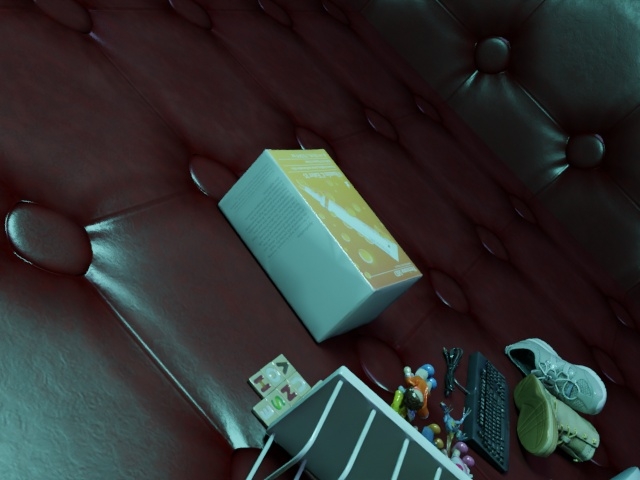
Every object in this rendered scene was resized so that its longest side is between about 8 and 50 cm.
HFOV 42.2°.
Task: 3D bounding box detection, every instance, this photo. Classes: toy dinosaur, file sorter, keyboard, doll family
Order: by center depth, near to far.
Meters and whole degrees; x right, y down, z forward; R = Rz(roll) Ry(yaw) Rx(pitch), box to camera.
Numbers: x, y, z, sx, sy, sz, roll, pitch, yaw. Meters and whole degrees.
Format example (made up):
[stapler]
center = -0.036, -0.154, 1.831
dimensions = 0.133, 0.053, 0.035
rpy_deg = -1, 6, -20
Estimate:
[file sorter]
center = 0.051, 0.362, 1.174
dimensions = 0.278, 0.193, 0.173
rpy_deg = 42, 35, -5
[toy dinosaur]
center = 0.218, 0.314, 1.426
dimensions = 0.047, 0.090, 0.082
rpy_deg = 42, -7, -18
[doll family]
center = 0.172, 0.357, 1.468
dimensions = 0.262, 0.118, 0.163
rpy_deg = 64, 22, -1
[keyboard]
center = 0.337, 0.336, 1.784
dimensions = 0.201, 0.033, 0.317
rpy_deg = 40, 27, -8

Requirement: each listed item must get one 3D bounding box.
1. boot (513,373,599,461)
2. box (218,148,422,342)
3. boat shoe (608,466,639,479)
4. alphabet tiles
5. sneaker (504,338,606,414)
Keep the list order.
[boot]
center = 0.534, 0.432, 1.847
dimensions = 0.203, 0.095, 0.262
rpy_deg = 40, 18, -9
[box]
center = 0.000, 0.000, 1.635
dimensions = 0.345, 0.168, 0.215
rpy_deg = 53, 28, 15
[boat shoe]
center = 0.632, 0.566, 1.701
dimensions = 0.156, 0.136, 0.367
rpy_deg = 58, 5, 22
[alphabet tiles]
center = -0.015, 0.299, 1.374
dimensions = 0.237, 0.009, 0.198
rpy_deg = 49, 28, 7
[sneaker]
center = 0.552, 0.330, 1.979
dimensions = 0.115, 0.105, 0.281
rpy_deg = 3, 18, -33
